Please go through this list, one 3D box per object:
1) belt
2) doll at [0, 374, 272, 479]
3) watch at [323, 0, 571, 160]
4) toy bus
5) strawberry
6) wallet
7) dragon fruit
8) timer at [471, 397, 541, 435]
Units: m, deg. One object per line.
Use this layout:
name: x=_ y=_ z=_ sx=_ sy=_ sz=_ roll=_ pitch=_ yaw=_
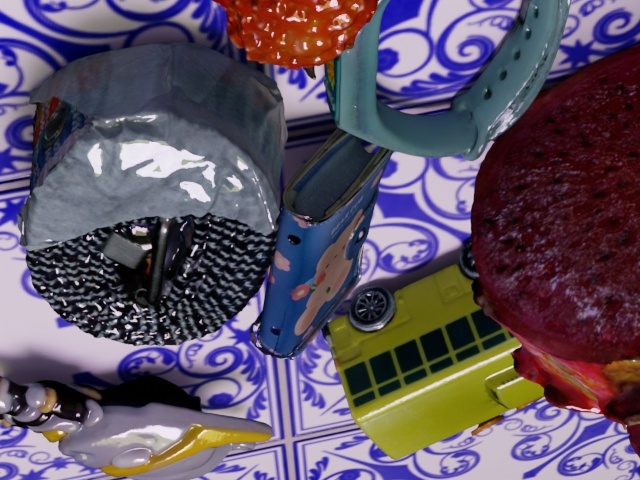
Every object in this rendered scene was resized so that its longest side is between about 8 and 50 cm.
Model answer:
belt: x=-0.135 y=-0.038 z=1.177 sx=0.207 sy=0.150 sz=0.257 roll=5 pitch=138 yaw=-10
doll: x=-0.202 y=0.180 z=1.461 sx=0.316 sy=0.103 sz=0.145 roll=17 pitch=136 yaw=-27
watch: x=0.096 y=-0.159 z=1.177 sx=0.195 sy=0.068 sz=0.237 roll=-10 pitch=138 yaw=-11
toy bus: x=0.150 y=0.099 z=1.442 sx=0.262 sy=0.150 sz=0.128 roll=-25 pitch=143 yaw=11
strawberry: x=-0.002 y=-0.213 z=0.977 sx=0.175 sy=0.107 sz=0.236 roll=-33 pitch=132 yaw=-9
wallet: x=-0.001 y=0.000 z=1.289 sx=0.141 sy=0.059 sz=0.202 roll=-47 pitch=161 yaw=-36
dragon fruit: x=0.312 y=0.013 z=1.206 sx=0.371 sy=0.386 sz=0.249 roll=-40 pitch=131 yaw=-12
timer: x=0.175 y=0.138 z=1.565 sx=0.107 sy=0.109 sz=0.107 roll=-27 pitch=170 yaw=-5
